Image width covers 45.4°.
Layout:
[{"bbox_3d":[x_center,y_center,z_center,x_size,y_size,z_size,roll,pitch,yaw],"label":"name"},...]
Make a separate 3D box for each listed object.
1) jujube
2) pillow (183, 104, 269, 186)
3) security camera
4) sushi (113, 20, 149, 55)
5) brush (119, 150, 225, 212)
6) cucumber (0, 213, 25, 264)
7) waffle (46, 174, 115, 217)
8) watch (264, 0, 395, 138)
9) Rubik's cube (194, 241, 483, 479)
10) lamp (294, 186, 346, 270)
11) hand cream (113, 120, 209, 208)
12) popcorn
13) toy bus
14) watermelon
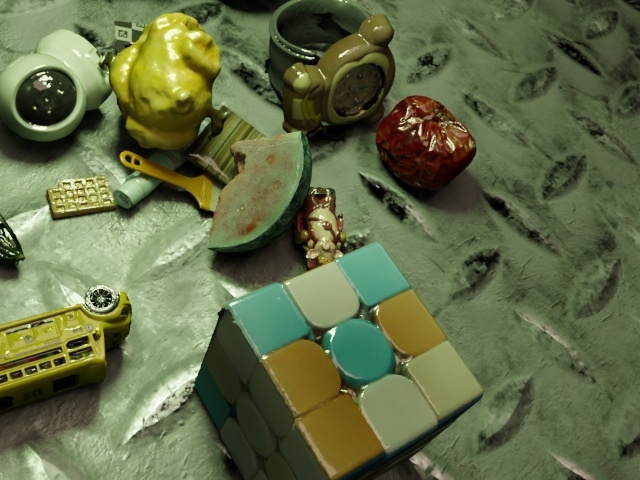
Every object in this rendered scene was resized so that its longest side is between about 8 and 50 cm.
[{"bbox_3d":[0.262,-0.244,1.917,0.232,0.213,0.213,45,54,7],"label":"jujube"},{"bbox_3d":[-0.190,-0.199,1.793,0.212,0.052,0.208,35,47,-7],"label":"pillow"},{"bbox_3d":[-0.593,-0.322,1.661,0.194,0.194,0.236,35,56,5],"label":"security camera"},{"bbox_3d":[-0.401,-0.445,1.895,0.215,0.050,0.192,1,60,-25],"label":"sushi"},{"bbox_3d":[-0.316,-0.135,1.687,0.272,0.013,0.103,22,50,-31],"label":"brush"},{"bbox_3d":[-0.676,-0.049,1.515,0.077,0.077,0.265,-29,72,-33],"label":"cucumber"},{"bbox_3d":[-0.514,-0.096,1.638,0.135,0.021,0.092,-9,63,-27],"label":"waffle"},{"bbox_3d":[-0.005,-0.466,1.942,0.335,0.314,0.327,-24,56,-20],"label":"watch"},{"bbox_3d":[0.015,0.267,1.384,0.344,0.347,0.347,-21,68,-29],"label":"Rubik's cube"},{"bbox_3d":[0.000,0.000,1.705,0.118,0.118,0.253,8,54,-15],"label":"lamp"},{"bbox_3d":[-0.347,-0.183,1.742,0.085,0.058,0.331,24,46,15],"label":"hand cream"},{"bbox_3d":[-0.347,-0.340,1.669,0.281,0.315,0.297,22,71,-32],"label":"popcorn"},{"bbox_3d":[-0.492,0.202,1.370,0.331,0.145,0.151,-15,65,-25],"label":"toy bus"},{"bbox_3d":[-0.134,-0.102,1.679,0.226,0.148,0.318,39,90,23],"label":"watermelon"}]
